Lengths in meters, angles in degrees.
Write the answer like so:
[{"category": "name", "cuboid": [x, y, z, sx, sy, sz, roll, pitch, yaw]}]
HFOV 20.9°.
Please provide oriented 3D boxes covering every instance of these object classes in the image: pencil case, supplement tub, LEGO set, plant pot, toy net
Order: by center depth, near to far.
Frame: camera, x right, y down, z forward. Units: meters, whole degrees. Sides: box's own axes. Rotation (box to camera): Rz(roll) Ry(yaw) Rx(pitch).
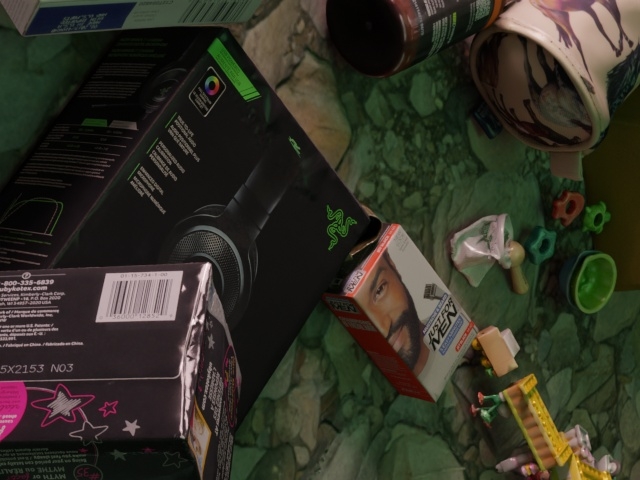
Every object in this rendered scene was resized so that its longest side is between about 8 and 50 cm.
[{"category": "supplement tub", "cuboid": [0.104, -0.231, 1.634, 0.198, 0.106, 0.106, -30, 115, -39]}, {"category": "pencil case", "cuboid": [0.324, -0.247, 1.812, 0.410, 0.160, 0.184, -43, 132, -33]}, {"category": "toy net", "cuboid": [0.232, 0.005, 1.816, 0.232, 0.045, 0.122, 9, 101, -43]}, {"category": "LEGO set", "cuboid": [0.216, 0.223, 1.830, 0.287, 0.107, 0.132, 47, 28, -32]}, {"category": "plant pot", "cuboid": [0.432, -0.065, 1.921, 0.212, 0.187, 0.212, -24, 111, -40]}]

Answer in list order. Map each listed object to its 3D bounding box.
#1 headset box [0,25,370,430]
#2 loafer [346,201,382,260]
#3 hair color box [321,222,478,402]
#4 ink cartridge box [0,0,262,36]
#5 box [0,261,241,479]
[{"category": "headset box", "cuboid": [-0.117, -0.007, 1.423, 0.283, 0.131, 0.246, -57, 130, -25]}, {"category": "loafer", "cuboid": [0.000, 0.000, 1.596, 0.148, 0.050, 0.056, -34, 117, -37]}, {"category": "hair color box", "cuboid": [0.078, 0.069, 1.680, 0.167, 0.053, 0.093, 50, 62, -35]}, {"category": "ink cartridge box", "cuboid": [-0.182, -0.255, 1.335, 0.223, 0.045, 0.224, -10, 60, -42]}, {"category": "box", "cuboid": [-0.191, 0.120, 1.225, 0.142, 0.247, 0.163, 79, 12, -46]}]
